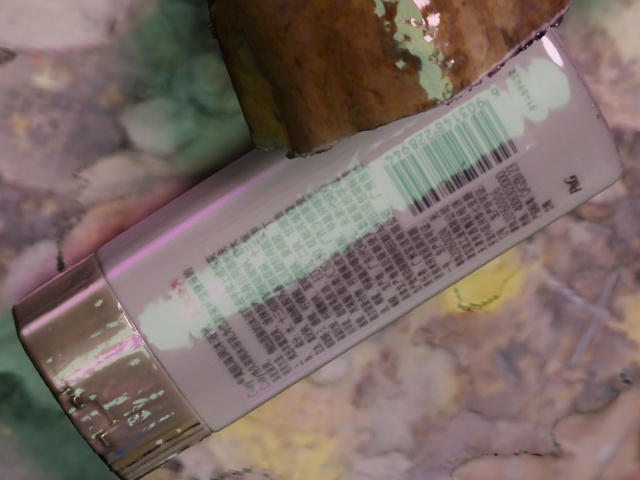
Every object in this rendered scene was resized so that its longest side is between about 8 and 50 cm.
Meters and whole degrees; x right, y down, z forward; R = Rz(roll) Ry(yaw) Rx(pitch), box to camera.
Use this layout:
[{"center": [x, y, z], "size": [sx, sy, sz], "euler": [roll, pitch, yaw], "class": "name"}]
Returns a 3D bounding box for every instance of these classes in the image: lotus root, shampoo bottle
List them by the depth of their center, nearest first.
[{"center": [0.017, -0.089, 0.696], "size": [0.122, 0.112, 0.081], "euler": [-41, 107, -30], "class": "lotus root"}, {"center": [0.000, 0.000, 0.753], "size": [0.227, 0.056, 0.086], "euler": [-33, 116, 0], "class": "shampoo bottle"}]
